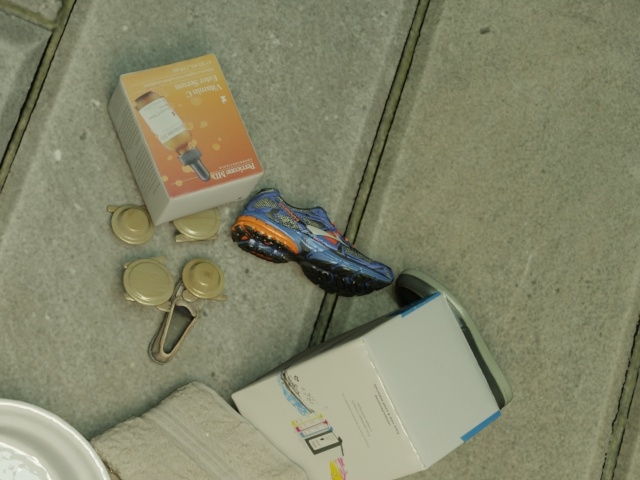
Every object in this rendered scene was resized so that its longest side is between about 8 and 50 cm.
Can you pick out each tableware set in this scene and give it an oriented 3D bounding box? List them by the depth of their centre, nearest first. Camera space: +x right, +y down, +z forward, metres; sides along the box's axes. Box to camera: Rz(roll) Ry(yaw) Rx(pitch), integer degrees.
[{"bbox_3d":[-0.183,0.012,1.995,0.141,0.020,0.168,0,62,-24],"label":"tableware set"}]

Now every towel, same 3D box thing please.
[{"bbox_3d":[-0.116,0.286,1.859,0.282,0.049,0.187,40,41,21],"label":"towel"}]

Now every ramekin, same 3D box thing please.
[{"bbox_3d":[-0.374,0.320,1.811,0.277,0.135,0.277,4,78,-20],"label":"ramekin"}]

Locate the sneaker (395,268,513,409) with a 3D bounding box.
[{"bbox_3d":[0.144,0.150,2.077,0.118,0.083,0.222,-37,95,-23],"label":"sneaker"}]

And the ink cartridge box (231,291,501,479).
[{"bbox_3d":[0.053,0.194,1.929,0.171,0.233,0.168,-27,91,-48],"label":"ink cartridge box"}]

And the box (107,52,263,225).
[{"bbox_3d":[-0.167,-0.124,1.995,0.130,0.091,0.170,-18,75,-24],"label":"box"}]

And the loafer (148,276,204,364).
[{"bbox_3d":[-0.169,0.094,1.990,0.045,0.039,0.125,29,70,-14],"label":"loafer"}]

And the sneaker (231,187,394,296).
[{"bbox_3d":[0.000,0.000,2.057,0.221,0.083,0.087,27,63,-18],"label":"sneaker"}]
